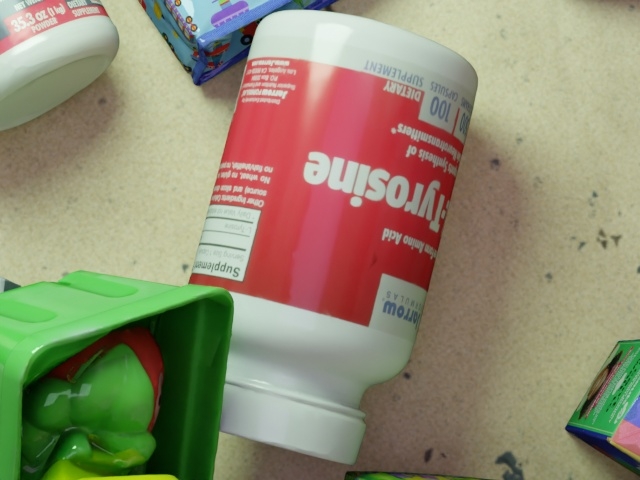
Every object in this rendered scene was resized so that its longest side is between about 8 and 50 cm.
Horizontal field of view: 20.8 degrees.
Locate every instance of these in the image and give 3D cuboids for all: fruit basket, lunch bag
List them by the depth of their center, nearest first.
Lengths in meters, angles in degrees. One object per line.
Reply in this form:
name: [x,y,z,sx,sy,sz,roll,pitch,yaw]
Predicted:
fruit basket: [-0.176,0.238,1.510,0.283,0.392,0.392,-17,83,-45]
lunch bag: [-0.062,-0.337,1.795,0.293,0.138,0.221,-32,83,-12]

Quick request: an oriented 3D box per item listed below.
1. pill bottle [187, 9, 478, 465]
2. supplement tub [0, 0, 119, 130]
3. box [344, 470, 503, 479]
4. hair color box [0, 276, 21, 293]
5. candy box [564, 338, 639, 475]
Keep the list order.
pill bottle: [0.000,0.000,1.702,0.229,0.229,0.407,14,85,1]
supplement tub: [-0.342,-0.261,1.745,0.191,0.191,0.272,-30,86,-3]
box: [0.191,0.322,1.607,0.290,0.279,0.177,7,87,-17]
hair color box: [-0.502,0.115,1.748,0.375,0.113,0.185,5,85,0]
candy box: [0.390,0.202,1.638,0.268,0.317,0.122,30,85,3]
